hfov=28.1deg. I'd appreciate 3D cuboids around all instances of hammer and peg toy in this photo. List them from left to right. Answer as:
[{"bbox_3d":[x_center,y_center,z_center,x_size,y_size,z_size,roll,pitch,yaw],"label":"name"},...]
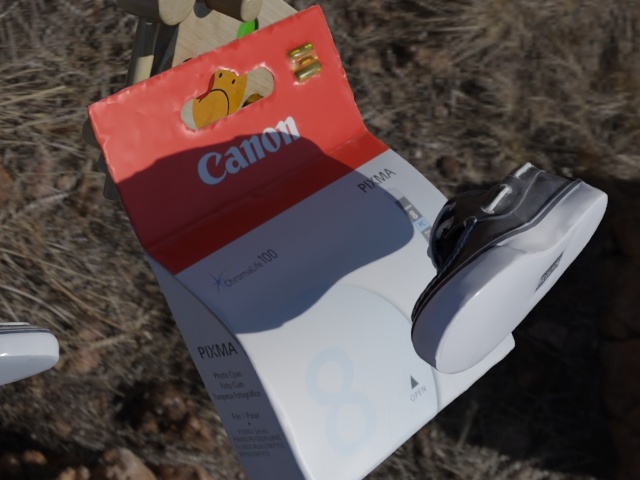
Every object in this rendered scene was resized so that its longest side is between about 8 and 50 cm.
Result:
[{"bbox_3d":[-0.145,-0.166,1.354,0.361,0.127,0.266,18,97,-64],"label":"hammer and peg toy"}]

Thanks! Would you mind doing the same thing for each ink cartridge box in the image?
[{"bbox_3d":[0.000,0.000,1.150,0.308,0.091,0.385,-32,105,-41],"label":"ink cartridge box"}]

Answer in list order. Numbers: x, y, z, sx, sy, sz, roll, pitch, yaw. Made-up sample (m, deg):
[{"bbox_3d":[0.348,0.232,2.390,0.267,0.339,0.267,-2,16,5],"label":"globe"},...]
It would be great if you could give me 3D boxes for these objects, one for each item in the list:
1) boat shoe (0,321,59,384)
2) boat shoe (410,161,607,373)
[{"bbox_3d":[-0.477,0.092,1.429,0.367,0.136,0.157,-3,69,-30],"label":"boat shoe"},{"bbox_3d":[0.135,0.007,1.049,0.301,0.102,0.108,-36,150,-49],"label":"boat shoe"}]
